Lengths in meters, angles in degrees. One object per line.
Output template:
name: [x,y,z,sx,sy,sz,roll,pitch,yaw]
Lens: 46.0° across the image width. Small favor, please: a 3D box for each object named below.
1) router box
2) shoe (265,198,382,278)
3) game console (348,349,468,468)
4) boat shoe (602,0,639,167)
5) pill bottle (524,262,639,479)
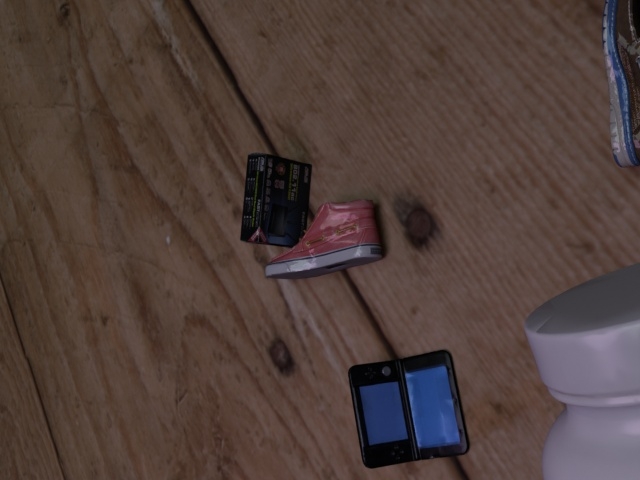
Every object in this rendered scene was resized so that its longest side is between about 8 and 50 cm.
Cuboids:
router box: [-0.060,-0.053,1.034,0.038,0.092,0.122,3,88,41]
shoe: [0.000,0.000,0.999,0.178,0.063,0.081,-14,74,33]
game console: [0.100,0.197,0.883,0.071,0.107,0.122,139,125,-63]
boat shoe: [0.322,-0.166,0.743,0.066,0.066,0.183,-5,92,36]
pill bottle: [0.298,0.218,0.526,0.229,0.229,0.407,-20,93,38]
